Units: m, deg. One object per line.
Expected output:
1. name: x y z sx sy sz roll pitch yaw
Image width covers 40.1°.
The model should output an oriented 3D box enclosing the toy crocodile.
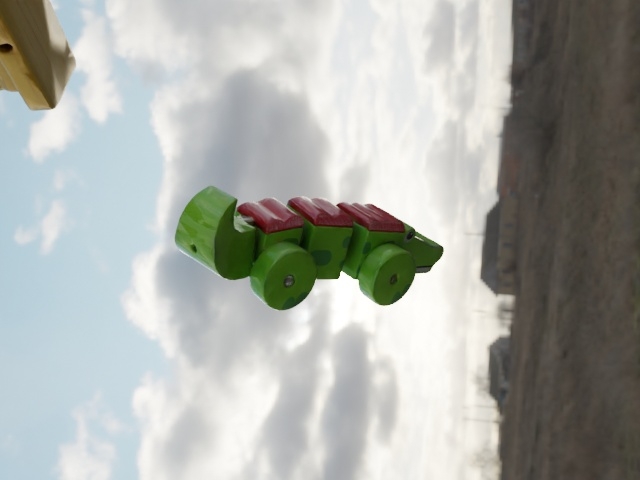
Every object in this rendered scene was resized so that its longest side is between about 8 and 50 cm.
1. toy crocodile: 0.000 0.000 0.908 0.340 0.115 0.105 1 -66 -40

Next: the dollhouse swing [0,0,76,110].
1. dollhouse swing: -0.474 -0.146 0.901 0.315 0.347 0.305 83 -176 -61
